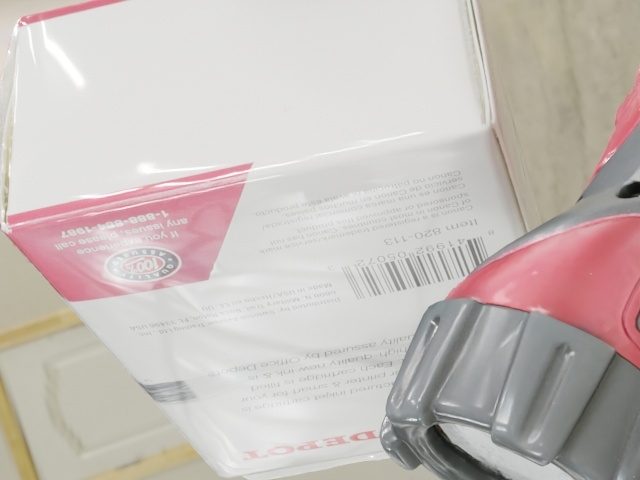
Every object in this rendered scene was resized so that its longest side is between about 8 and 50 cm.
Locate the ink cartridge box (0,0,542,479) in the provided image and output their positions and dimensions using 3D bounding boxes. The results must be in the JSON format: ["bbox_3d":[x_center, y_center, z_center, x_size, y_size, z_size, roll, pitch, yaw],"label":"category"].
[{"bbox_3d":[0.000,0.000,0.694,0.283,0.207,0.117,62,-161,-56],"label":"ink cartridge box"}]

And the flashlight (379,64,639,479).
[{"bbox_3d":[0.128,-0.037,0.549,0.103,0.304,0.103,22,156,12],"label":"flashlight"}]
